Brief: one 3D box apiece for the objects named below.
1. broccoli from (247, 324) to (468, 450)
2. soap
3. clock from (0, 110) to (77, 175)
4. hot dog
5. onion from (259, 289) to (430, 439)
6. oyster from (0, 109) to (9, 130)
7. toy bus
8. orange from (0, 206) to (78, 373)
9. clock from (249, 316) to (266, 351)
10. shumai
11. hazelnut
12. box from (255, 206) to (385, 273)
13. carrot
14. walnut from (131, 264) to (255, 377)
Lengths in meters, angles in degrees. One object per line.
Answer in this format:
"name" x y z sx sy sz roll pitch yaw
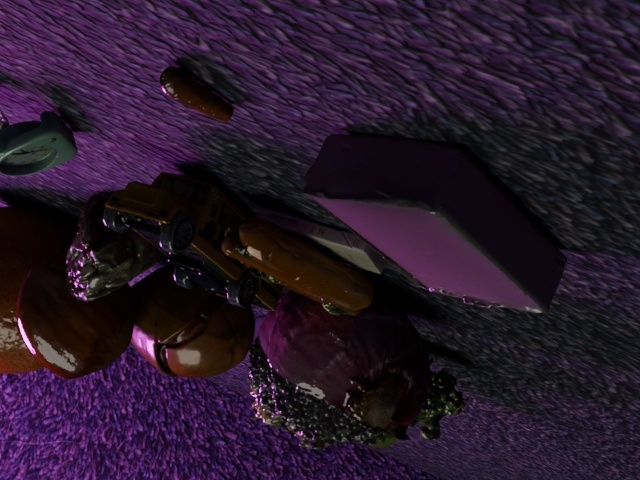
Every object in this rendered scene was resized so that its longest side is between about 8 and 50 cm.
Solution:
"broccoli" 0.029 0.264 2.256 0.353 0.275 0.397 41 173 -2
"soap" 0.125 -0.017 1.344 0.181 0.081 0.259 9 160 41
"clock" -0.400 -0.123 1.697 0.135 0.041 0.101 -20 163 0
"hot dog" -0.031 0.040 1.723 0.249 0.068 0.100 30 165 -33
"onion" 0.033 0.135 1.934 0.267 0.159 0.348 28 -170 -34
"oyster" -0.542 -0.200 1.681 0.252 0.087 0.199 5 149 32
"toy bus" -0.160 -0.002 1.755 0.121 0.123 0.335 17 165 29
"orange" -0.569 0.095 2.385 0.357 0.322 0.322 4 159 28
"clock" -0.001 0.240 2.540 0.312 0.061 0.312 21 166 6
"shumai" -0.354 0.003 2.033 0.184 0.184 0.142 3 122 53
"hazelnut" -0.409 0.122 2.161 0.186 0.210 0.210 19 166 22
"box" 0.000 0.000 1.717 0.167 0.024 0.090 17 166 22
"carrot" -0.132 -0.154 1.341 0.093 0.032 0.032 29 166 -40
"walnut" -0.249 0.138 2.275 0.209 0.209 0.336 31 173 -30
